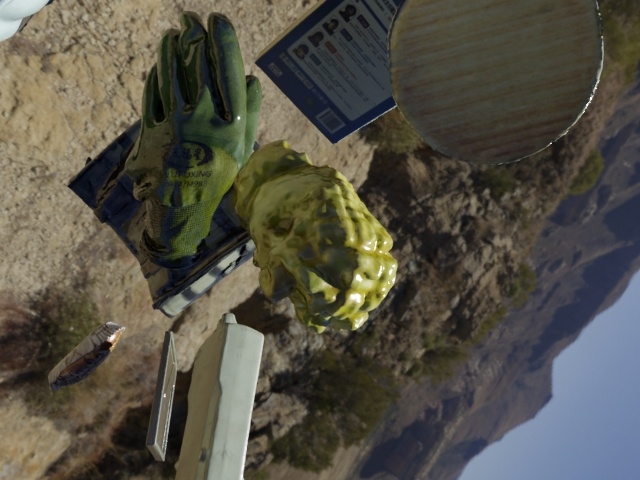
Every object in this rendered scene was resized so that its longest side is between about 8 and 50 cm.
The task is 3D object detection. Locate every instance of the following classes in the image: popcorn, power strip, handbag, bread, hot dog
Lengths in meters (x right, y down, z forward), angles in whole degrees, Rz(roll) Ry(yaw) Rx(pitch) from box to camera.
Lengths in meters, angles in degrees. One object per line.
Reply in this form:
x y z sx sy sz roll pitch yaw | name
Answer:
0.000 0.000 0.754 0.174 0.286 0.225 -42 136 9 | popcorn
-0.101 0.206 0.475 0.080 0.048 0.286 -43 -147 46 | power strip
-0.237 -0.083 0.976 0.327 0.325 0.162 -36 176 -2 | handbag
0.210 -0.226 0.654 0.267 0.267 0.040 -62 176 9 | bread
-0.457 0.229 1.045 0.192 0.053 0.099 -40 180 8 | hot dog

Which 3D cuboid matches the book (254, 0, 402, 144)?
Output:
0.090 -0.419 1.210 0.428 0.300 0.039 -25 -146 37 | book

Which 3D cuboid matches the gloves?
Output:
-0.130 -0.093 0.546 0.135 0.107 0.268 -6 119 -37 | gloves

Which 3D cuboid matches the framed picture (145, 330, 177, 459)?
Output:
-0.289 0.295 0.987 0.265 0.018 0.192 113 -19 -60 | framed picture

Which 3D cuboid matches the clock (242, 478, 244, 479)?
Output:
-0.103 0.301 0.561 0.101 0.135 0.041 -41 159 5 | clock

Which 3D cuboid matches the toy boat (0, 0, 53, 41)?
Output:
-0.294 -0.270 0.454 0.100 0.199 0.290 95 6 -75 | toy boat
